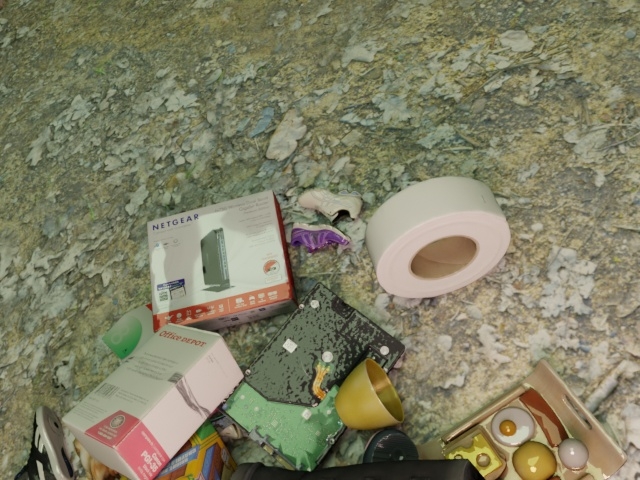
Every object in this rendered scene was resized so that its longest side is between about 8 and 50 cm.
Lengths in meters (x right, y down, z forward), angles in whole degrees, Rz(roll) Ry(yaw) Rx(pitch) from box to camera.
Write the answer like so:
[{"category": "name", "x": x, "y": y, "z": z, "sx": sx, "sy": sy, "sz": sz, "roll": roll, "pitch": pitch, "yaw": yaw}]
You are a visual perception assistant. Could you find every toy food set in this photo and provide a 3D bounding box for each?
[{"category": "toy food set", "x": 0.339, "y": 0.378, "z": 1.083, "sx": 0.306, "sy": 0.092, "sz": 0.219, "roll": -33, "pitch": 52, "yaw": -1}]

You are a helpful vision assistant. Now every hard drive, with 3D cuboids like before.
[{"category": "hard drive", "x": -0.016, "y": 0.286, "z": 1.267, "sx": 0.237, "sy": 0.064, "sz": 0.339, "roll": 35, "pitch": 74, "yaw": 15}]

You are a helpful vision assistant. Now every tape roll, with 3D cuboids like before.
[{"category": "tape roll", "x": 0.239, "y": 0.000, "z": 1.258, "sx": 0.286, "sy": 0.286, "sz": 0.100, "roll": -21, "pitch": 52, "yaw": 8}]

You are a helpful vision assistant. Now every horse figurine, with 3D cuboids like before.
[{"category": "horse figurine", "x": -0.471, "y": 0.475, "z": 1.302, "sx": 0.066, "sy": 0.174, "sz": 0.263, "roll": -19, "pitch": 28, "yaw": -29}]

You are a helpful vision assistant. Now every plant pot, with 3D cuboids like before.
[{"category": "plant pot", "x": 0.084, "y": 0.306, "z": 1.164, "sx": 0.095, "sy": 0.134, "sz": 0.134, "roll": -34, "pitch": 51, "yaw": 13}]

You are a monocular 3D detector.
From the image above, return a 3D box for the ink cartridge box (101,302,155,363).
[{"category": "ink cartridge box", "x": -0.412, "y": 0.218, "z": 1.531, "sx": 0.181, "sy": 0.056, "sz": 0.224, "roll": 31, "pitch": 75, "yaw": 35}]

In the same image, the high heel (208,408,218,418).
[{"category": "high heel", "x": -0.266, "y": 0.289, "z": 1.365, "sx": 0.117, "sy": 0.082, "sz": 0.244, "roll": -53, "pitch": 31, "yaw": 15}]

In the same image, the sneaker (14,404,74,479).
[{"category": "sneaker", "x": -0.664, "y": 0.500, "z": 1.426, "sx": 0.121, "sy": 0.079, "sz": 0.217, "roll": -34, "pitch": 53, "yaw": -4}]

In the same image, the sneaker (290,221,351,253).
[{"category": "sneaker", "x": 0.000, "y": 0.000, "z": 1.510, "sx": 0.170, "sy": 0.068, "sz": 0.071, "roll": 5, "pitch": 75, "yaw": 35}]

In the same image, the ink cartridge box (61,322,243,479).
[{"category": "ink cartridge box", "x": -0.320, "y": 0.306, "z": 1.197, "sx": 0.207, "sy": 0.117, "sz": 0.283, "roll": 3, "pitch": 37, "yaw": 43}]

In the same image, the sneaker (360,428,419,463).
[{"category": "sneaker", "x": 0.103, "y": 0.500, "z": 1.107, "sx": 0.112, "sy": 0.131, "sz": 0.318, "roll": 18, "pitch": 83, "yaw": -2}]

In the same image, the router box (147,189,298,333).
[{"category": "router box", "x": -0.245, "y": 0.059, "z": 1.493, "sx": 0.336, "sy": 0.082, "sz": 0.301, "roll": -15, "pitch": 63, "yaw": 4}]

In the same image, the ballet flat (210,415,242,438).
[{"category": "ballet flat", "x": -0.165, "y": 0.388, "z": 1.308, "sx": 0.188, "sy": 0.070, "sz": 0.070, "roll": -27, "pitch": 52, "yaw": 8}]

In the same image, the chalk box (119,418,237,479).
[{"category": "chalk box", "x": -0.264, "y": 0.502, "z": 1.116, "sx": 0.180, "sy": 0.179, "sz": 0.289, "roll": -24, "pitch": 18, "yaw": 6}]

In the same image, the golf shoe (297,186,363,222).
[{"category": "golf shoe", "x": 0.019, "y": -0.086, "z": 1.549, "sx": 0.176, "sy": 0.069, "sz": 0.086, "roll": 0, "pitch": 64, "yaw": 24}]

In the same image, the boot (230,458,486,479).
[{"category": "boot", "x": 0.032, "y": 0.524, "z": 0.930, "sx": 0.445, "sy": 0.146, "sz": 0.366, "roll": -9, "pitch": 56, "yaw": 27}]
